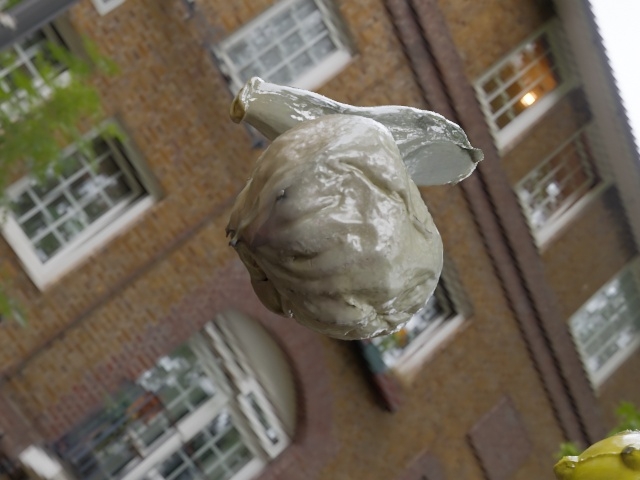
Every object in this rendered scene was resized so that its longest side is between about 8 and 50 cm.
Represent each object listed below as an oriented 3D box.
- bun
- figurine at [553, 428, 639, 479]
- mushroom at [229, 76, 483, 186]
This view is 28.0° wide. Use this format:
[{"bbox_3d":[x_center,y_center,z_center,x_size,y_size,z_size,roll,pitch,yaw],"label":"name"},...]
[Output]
[{"bbox_3d":[0.004,-0.008,1.478,0.281,0.205,0.281,40,-37,39],"label":"bun"},{"bbox_3d":[0.551,0.474,2.138,0.340,0.231,0.323,49,-43,-13],"label":"figurine"},{"bbox_3d":[0.047,-0.140,1.694,0.097,0.351,0.109,-53,-145,44],"label":"mushroom"}]
